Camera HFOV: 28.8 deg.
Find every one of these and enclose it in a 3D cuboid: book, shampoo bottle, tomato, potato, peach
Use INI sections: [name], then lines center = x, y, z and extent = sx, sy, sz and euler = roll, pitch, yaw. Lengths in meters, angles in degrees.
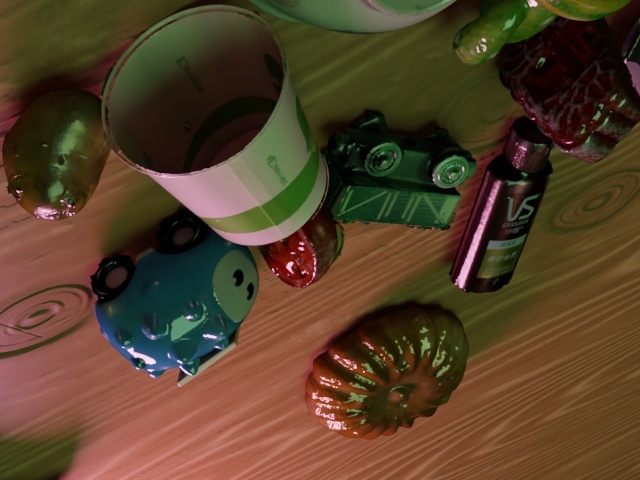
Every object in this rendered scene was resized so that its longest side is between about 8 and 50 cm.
[book]
center = -0.168, 0.152, 1.950
extent = 0.118, 0.172, 0.012
euler = -37, 108, 16
[shampoo bottle]
center = 0.311, -0.055, 2.085
extent = 0.129, 0.084, 0.323
euler = -9, 135, -27
[tomato]
center = -0.029, -0.010, 1.900
extent = 0.091, 0.139, 0.159
euler = -33, 150, -33
[potato]
center = -0.337, -0.115, 1.608
extent = 0.137, 0.137, 0.175
euler = 22, 97, -43
[peach]
center = 0.000, 0.000, 1.978
extent = 0.077, 0.050, 0.083
euler = -49, 152, -13

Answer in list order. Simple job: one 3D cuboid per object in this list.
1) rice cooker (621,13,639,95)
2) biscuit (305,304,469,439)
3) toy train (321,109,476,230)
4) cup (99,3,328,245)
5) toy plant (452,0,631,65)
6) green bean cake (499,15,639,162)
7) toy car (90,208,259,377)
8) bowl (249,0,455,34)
[rice cooker]
center = 0.594, -0.275, 1.914
extent = 0.281, 0.227, 0.241
euler = -2, 130, -29
[biscuit]
center = 0.131, 0.255, 2.287
extent = 0.326, 0.107, 0.325
euler = -19, 142, -16
[toy train]
center = 0.116, -0.100, 1.897
extent = 0.270, 0.115, 0.154
euler = 4, 124, -35
[cup]
center = -0.121, -0.131, 1.638
extent = 0.253, 0.253, 0.274
euler = -31, 147, 1
[toy plant]
center = 0.297, -0.352, 1.664
extent = 0.224, 0.184, 0.316
euler = -51, -172, -22
[green bean cake]
center = 0.377, -0.245, 1.815
extent = 0.097, 0.232, 0.198
euler = 15, 127, -44
[toy car]
center = -0.205, 0.097, 1.851
extent = 0.255, 0.190, 0.188
euler = -32, 139, -1
[bowl]
center = 0.090, -0.396, 1.515
extent = 0.435, 0.196, 0.434
euler = -17, 139, -16
